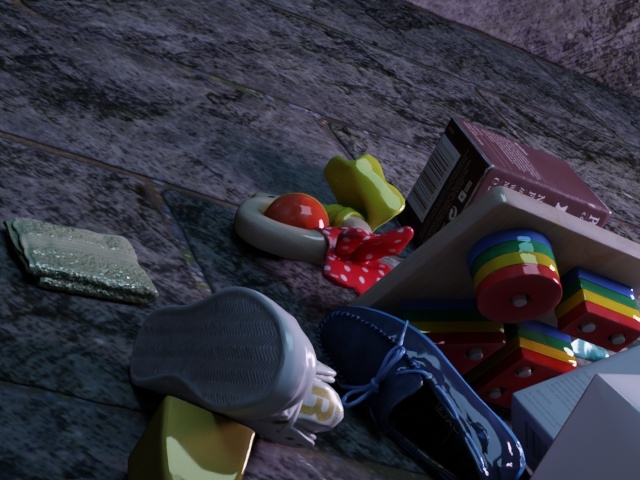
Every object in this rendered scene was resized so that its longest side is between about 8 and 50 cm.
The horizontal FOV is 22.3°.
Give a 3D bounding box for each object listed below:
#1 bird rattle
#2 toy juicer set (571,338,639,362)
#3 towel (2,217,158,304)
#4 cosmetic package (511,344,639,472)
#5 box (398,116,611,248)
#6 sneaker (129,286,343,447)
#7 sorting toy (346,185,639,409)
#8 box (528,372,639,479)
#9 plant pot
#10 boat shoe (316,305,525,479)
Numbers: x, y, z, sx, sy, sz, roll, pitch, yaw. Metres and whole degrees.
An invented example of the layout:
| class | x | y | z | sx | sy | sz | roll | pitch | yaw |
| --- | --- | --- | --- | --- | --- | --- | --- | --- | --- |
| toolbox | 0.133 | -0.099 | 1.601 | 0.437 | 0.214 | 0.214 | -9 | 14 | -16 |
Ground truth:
| class | x | y | z | sx | sy | sz | roll | pitch | yaw |
| --- | --- | --- | --- | --- | --- | --- | --- | --- | --- |
| bird rattle | 0.000 | 0.000 | 1.901 | 0.207 | 0.143 | 0.253 | 9 | 25 | 1 |
| toy juicer set | 0.247 | 0.105 | 2.000 | 0.329 | 0.089 | 0.209 | 20 | 1 | -27 |
| towel | -0.237 | 0.019 | 1.609 | 0.148 | 0.027 | 0.110 | 14 | 25 | -36 |
| cosmetic package | 0.328 | 0.183 | 1.711 | 0.231 | 0.085 | 0.117 | -17 | 34 | -15 |
| box | 0.246 | -0.037 | 2.206 | 0.203 | 0.168 | 0.167 | 19 | 20 | -24 |
| sneaker | -0.035 | 0.116 | 1.394 | 0.169 | 0.108 | 0.292 | 23 | -10 | -25 |
| sorting toy | 0.205 | 0.082 | 1.753 | 0.255 | 0.257 | 0.089 | 21 | 45 | -33 |
| box | 0.358 | 0.260 | 1.541 | 0.345 | 0.215 | 0.168 | 7 | 28 | -48 |
| plant pot | -0.107 | 0.190 | 1.286 | 0.081 | 0.081 | 0.083 | 24 | 32 | -13 |
| boat shoe | 0.093 | 0.152 | 1.616 | 0.258 | 0.109 | 0.089 | 35 | 23 | 23 |
